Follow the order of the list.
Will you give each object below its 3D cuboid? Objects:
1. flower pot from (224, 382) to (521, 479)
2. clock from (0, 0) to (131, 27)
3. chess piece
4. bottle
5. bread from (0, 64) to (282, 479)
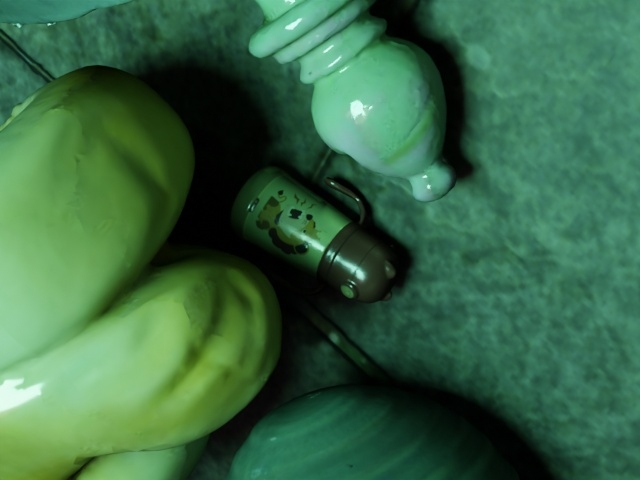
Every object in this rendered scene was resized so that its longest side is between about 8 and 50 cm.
[{"bbox_3d":[0.040,0.194,0.881,0.189,0.157,0.243,-12,102,39],"label":"flower pot"},{"bbox_3d":[-0.112,-0.287,0.702,0.386,0.076,0.386,-9,73,33],"label":"clock"},{"bbox_3d":[-0.015,-0.131,0.809,0.139,0.139,0.271,-25,105,42],"label":"chess piece"},{"bbox_3d":[0.001,-0.002,0.894,0.101,0.047,0.063,32,116,21],"label":"bottle"},{"bbox_3d":[-0.210,0.087,0.906,0.424,0.329,0.245,-36,86,40],"label":"bread"}]
